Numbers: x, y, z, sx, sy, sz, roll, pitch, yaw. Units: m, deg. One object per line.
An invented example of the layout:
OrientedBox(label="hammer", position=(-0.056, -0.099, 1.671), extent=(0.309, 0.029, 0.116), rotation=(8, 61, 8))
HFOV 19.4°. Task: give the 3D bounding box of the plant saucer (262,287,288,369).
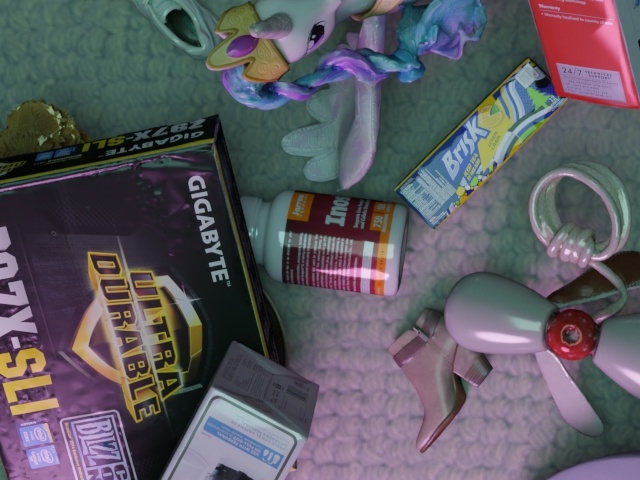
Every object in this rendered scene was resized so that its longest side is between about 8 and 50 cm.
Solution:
OrientedBox(label="plant saucer", position=(-0.126, 0.105, 1.735), extent=(0.199, 0.036, 0.198), rotation=(1, 95, 6))

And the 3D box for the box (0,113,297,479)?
OrientedBox(label="box", position=(-0.177, 0.071, 1.631), extent=(0.257, 0.079, 0.322), rotation=(-10, 113, 6))

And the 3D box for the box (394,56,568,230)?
OrientedBox(label="box", position=(0.144, -0.087, 1.673), extent=(0.169, 0.059, 0.054), rotation=(-44, 91, 8))

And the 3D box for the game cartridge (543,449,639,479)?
OrientedBox(label="game cartridge", position=(0.266, 0.281, 1.590), extent=(0.062, 0.297, 0.198), rotation=(-1, 76, -29))

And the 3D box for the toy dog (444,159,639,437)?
OrientedBox(label="toy dog", position=(0.294, 0.092, 1.653), extent=(0.334, 0.161, 0.220), rotation=(37, 102, 17))

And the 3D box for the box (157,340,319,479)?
OrientedBox(label="box", position=(-0.109, 0.242, 1.544), extent=(0.087, 0.169, 0.290), rotation=(28, 102, -2))

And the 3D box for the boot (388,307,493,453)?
OrientedBox(label="boot", position=(0.098, 0.124, 1.713), extent=(0.087, 0.042, 0.118), rotation=(39, 97, 8))

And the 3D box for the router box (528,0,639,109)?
OrientedBox(label="router box", position=(0.269, -0.323, 1.459), extent=(0.082, 0.335, 0.301), rotation=(15, 141, 38))

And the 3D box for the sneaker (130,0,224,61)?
OrientedBox(label="sneaker", position=(-0.145, -0.223, 1.693), extent=(0.152, 0.061, 0.053), rotation=(44, 100, 2))

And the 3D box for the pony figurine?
OrientedBox(label="pony figurine", position=(0.039, -0.223, 1.561), extent=(0.363, 0.351, 0.302), rotation=(-33, 95, -10))

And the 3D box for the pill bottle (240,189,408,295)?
OrientedBox(label="pill bottle", position=(0.000, 0.000, 1.685), extent=(0.152, 0.086, 0.086), rotation=(7, 96, 5))

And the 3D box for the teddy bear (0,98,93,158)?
OrientedBox(label="teddy bear", position=(-0.345, -0.025, 1.723), extent=(0.338, 0.113, 0.245), rotation=(-36, 85, 16))
